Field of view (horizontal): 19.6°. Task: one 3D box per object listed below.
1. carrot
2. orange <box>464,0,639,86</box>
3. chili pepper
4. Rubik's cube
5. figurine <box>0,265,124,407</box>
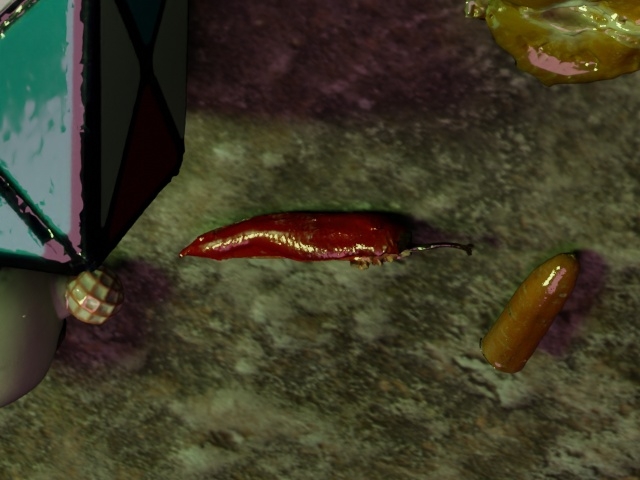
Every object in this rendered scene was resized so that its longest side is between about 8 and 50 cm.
[{"bbox_3d":[0.184,0.056,1.606,0.048,0.048,0.139,22,134,-5],"label":"carrot"},{"bbox_3d":[0.183,-0.188,1.315,0.170,0.112,0.160,6,152,46],"label":"orange"},{"bbox_3d":[0.000,0.000,1.608,0.268,0.059,0.050,2,96,20],"label":"chili pepper"},{"bbox_3d":[-0.243,-0.140,1.352,0.246,0.250,0.248,7,113,11],"label":"Rubik's cube"},{"bbox_3d":[-0.312,0.019,1.644,0.281,0.167,0.370,15,128,-4],"label":"figurine"}]
